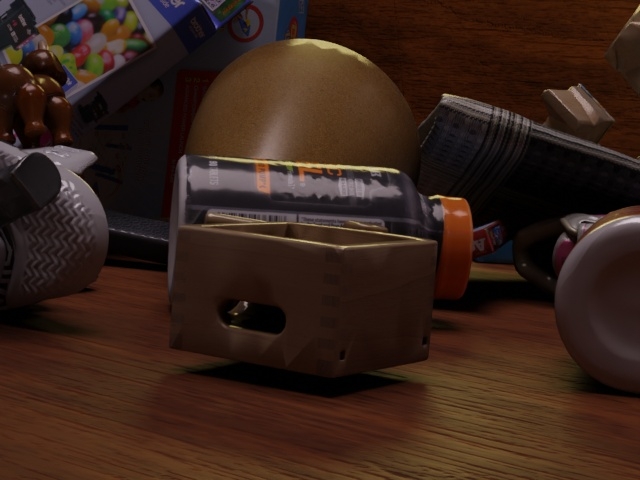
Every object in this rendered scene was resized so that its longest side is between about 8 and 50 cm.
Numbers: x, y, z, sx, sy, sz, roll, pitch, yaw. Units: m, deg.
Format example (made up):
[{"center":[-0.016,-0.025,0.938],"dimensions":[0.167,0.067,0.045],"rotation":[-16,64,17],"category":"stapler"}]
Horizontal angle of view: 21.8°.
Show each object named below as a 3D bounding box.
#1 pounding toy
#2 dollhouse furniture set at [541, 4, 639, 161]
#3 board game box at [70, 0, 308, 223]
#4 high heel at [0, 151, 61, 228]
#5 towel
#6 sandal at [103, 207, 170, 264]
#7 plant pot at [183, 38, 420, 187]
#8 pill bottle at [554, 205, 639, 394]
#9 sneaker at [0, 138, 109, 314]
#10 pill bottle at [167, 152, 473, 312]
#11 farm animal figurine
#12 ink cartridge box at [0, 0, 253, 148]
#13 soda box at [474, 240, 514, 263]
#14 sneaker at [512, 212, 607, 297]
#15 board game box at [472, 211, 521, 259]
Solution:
[{"center":[-0.012,0.036,1.139],"dimensions":[0.181,0.094,0.206],"rotation":[8,6,31],"category":"pounding toy"},{"center":[0.505,-0.132,1.932],"dimensions":[0.256,0.362,0.394],"rotation":[-2,46,-46],"category":"dollhouse furniture set"},{"center":[-0.182,-0.143,1.864],"dimensions":[0.302,0.308,0.086],"rotation":[6,-1,20],"category":"board game box"},{"center":[-0.309,0.031,1.119],"dimensions":[0.186,0.093,0.261],"rotation":[-21,12,40],"category":"high heel"},{"center":[0.241,-0.054,1.743],"dimensions":[0.312,0.056,0.324],"rotation":[18,-14,-2],"category":"towel"},{"center":[-0.236,0.000,1.718],"dimensions":[0.254,0.054,0.097],"rotation":[13,16,22],"category":"sandal"},{"center":[-0.036,-0.047,1.576],"dimensions":[0.237,0.237,0.254],"rotation":[5,20,9],"category":"plant pot"},{"center":[0.233,0.036,1.193],"dimensions":[0.121,0.121,0.216],"rotation":[5,5,11],"category":"pill bottle"},{"center":[-0.242,-0.021,1.366],"dimensions":[0.210,0.137,0.366],"rotation":[-4,6,-43],"category":"sneaker"},{"center":[0.000,0.000,1.380],"dimensions":[0.245,0.130,0.130],"rotation":[4,5,-9],"category":"pill bottle"},{"center":[-0.400,-0.124,1.557],"dimensions":[0.326,0.172,0.330],"rotation":[1,-21,-41],"category":"farm animal figurine"},{"center":[-0.246,-0.225,1.778],"dimensions":[0.186,0.311,0.065],"rotation":[49,-7,32],"category":"ink cartridge box"},{"center":[0.287,-0.004,2.055],"dimensions":[0.210,0.067,0.071],"rotation":[4,5,-10],"category":"soda box"},{"center":[0.283,0.023,1.594],"dimensions":[0.111,0.103,0.252],"rotation":[-2,-1,-40],"category":"sneaker"},{"center":[0.114,0.013,1.639],"dimensions":[0.145,0.027,0.281],"rotation":[-18,0,13],"category":"board game box"}]
